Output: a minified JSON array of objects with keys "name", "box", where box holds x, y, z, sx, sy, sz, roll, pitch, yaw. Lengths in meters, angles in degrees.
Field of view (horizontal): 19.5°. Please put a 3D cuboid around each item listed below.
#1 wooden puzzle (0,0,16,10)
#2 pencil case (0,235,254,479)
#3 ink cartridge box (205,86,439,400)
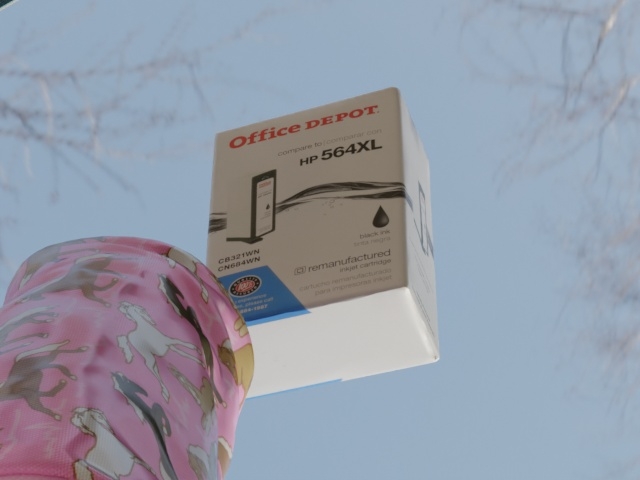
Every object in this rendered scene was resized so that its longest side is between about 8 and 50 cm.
[{"name":"wooden puzzle","box":[-0.118,-0.100,0.552,0.083,0.006,0.049,41,-75,9]},{"name":"pencil case","box":[-0.118,0.118,0.987,0.160,0.386,0.167,-1,-72,0]},{"name":"ink cartridge box","box":[0.000,0.000,1.313,0.148,0.086,0.203,-14,-136,13]}]
